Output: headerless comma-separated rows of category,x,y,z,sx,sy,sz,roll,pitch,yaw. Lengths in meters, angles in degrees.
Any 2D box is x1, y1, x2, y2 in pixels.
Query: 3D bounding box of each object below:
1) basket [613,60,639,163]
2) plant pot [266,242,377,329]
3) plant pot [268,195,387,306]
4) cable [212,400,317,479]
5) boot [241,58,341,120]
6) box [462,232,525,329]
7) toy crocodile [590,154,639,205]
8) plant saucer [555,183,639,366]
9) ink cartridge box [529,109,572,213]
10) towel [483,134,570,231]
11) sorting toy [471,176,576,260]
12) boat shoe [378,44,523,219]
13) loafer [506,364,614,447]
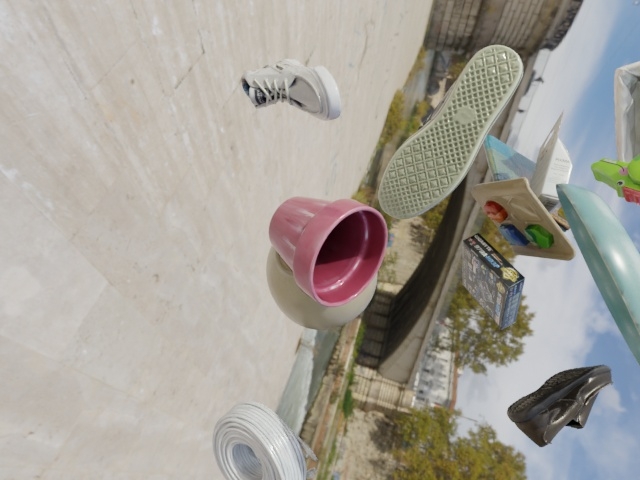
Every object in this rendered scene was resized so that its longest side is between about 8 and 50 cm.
basket,0.977,-0.328,1.078,0.266,0.328,0.331,-29,111,-51
plant pot,-0.017,0.056,0.989,0.191,0.284,0.284,56,48,-62
plant pot,0.000,0.000,0.803,0.201,0.180,0.201,-24,128,-34
cable,-0.152,0.520,0.983,0.089,0.257,0.257,-21,146,-53
boot,-0.065,-0.264,0.741,0.258,0.123,0.095,-130,-157,-53
box,0.448,0.110,1.082,0.175,0.051,0.220,59,-6,42
toy crocodile,0.734,-0.091,0.838,0.115,0.340,0.105,27,95,-49
plant saucer,0.432,0.054,0.596,0.317,0.043,0.318,41,35,-38
ink cartridge box,0.573,-0.172,1.020,0.232,0.066,0.189,-64,163,-11
towel,0.634,-0.195,1.290,0.040,0.271,0.370,-56,-172,38
sorting toy,0.502,-0.044,0.973,0.041,0.229,0.307,-39,-170,-8
boat shoe,0.341,-0.267,1.099,0.500,0.186,0.156,-56,168,16
loafer,0.421,0.282,0.704,0.078,0.220,0.080,65,-18,16
